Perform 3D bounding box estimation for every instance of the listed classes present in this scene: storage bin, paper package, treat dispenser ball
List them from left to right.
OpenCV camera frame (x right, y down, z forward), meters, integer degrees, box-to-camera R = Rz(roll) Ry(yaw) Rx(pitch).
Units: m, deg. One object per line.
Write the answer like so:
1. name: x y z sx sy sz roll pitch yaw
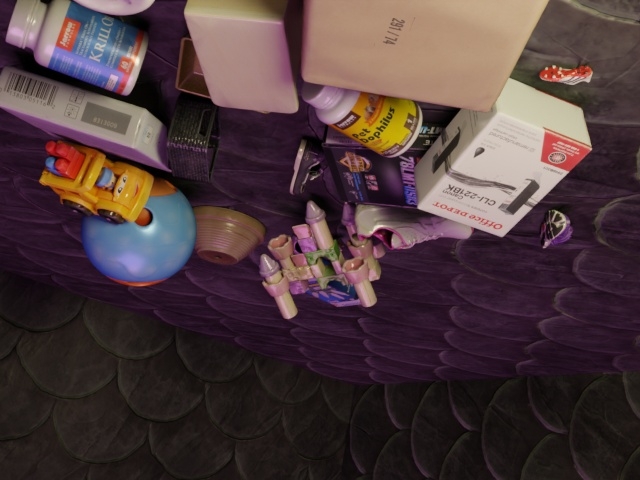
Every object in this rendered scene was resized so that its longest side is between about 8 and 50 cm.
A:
1. treat dispenser ball: -0.460 -0.027 2.044 0.288 0.288 0.288 9 160 3
2. storage bin: -0.264 -0.211 1.689 0.085 0.122 0.180 11 160 -1
3. paper package: 0.134 -0.340 1.086 0.310 0.168 0.325 11 159 0

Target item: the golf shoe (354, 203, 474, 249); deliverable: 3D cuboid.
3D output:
1. golf shoe: 0.218 -0.029 1.920 0.307 0.140 0.115 13 158 -11

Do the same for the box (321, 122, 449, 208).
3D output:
1. box: 0.170 -0.155 1.707 0.294 0.073 0.295 7 160 11

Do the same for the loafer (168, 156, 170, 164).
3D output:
1. loafer: -0.350 -0.205 1.884 0.045 0.039 0.125 35 169 28

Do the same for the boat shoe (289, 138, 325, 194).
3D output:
1. boat shoe: -0.027 -0.154 1.799 0.065 0.075 0.206 14 155 -1

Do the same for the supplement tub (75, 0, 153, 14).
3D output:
1. supplement tub: -0.260 -0.411 1.038 0.145 0.199 0.144 10 159 4

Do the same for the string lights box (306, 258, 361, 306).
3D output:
1. string lights box: 0.020 0.130 2.531 0.133 0.076 0.260 -12 151 43

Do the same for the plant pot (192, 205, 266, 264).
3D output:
1. plant pot: -0.281 -0.001 2.284 0.238 0.109 0.237 10 161 3

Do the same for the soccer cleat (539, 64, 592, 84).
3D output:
1. soccer cleat: 0.407 -0.272 1.333 0.083 0.029 0.035 -2 153 19

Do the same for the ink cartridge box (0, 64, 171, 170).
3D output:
1. ink cartridge box: -0.472 -0.246 1.743 0.308 0.091 0.385 17 178 6

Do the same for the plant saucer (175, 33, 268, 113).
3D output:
1. plant saucer: -0.163 -0.315 1.473 0.189 0.045 0.188 14 159 -9

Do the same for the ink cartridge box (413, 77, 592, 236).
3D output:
1. ink cartridge box: 0.322 -0.147 1.468 0.197 0.114 0.273 17 139 -18

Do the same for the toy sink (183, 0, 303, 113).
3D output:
1. toy sink: -0.107 -0.328 1.288 0.153 0.131 0.234 7 155 9

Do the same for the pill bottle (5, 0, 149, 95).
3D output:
1. pill bottle: -0.423 -0.347 1.402 0.222 0.124 0.124 17 159 -21

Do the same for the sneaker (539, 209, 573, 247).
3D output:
1. sneaker: 0.560 -0.031 1.883 0.071 0.068 0.170 -7 167 3

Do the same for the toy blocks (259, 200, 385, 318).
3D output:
1. toy blocks: 0.000 0.000 2.069 0.289 0.309 0.260 -11 120 21

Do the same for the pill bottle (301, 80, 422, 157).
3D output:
1. pill bottle: 0.073 -0.241 1.449 0.215 0.117 0.117 24 156 -33

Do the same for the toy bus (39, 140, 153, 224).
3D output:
1. toy bus: -0.526 -0.151 1.836 0.220 0.149 0.211 14 163 21
